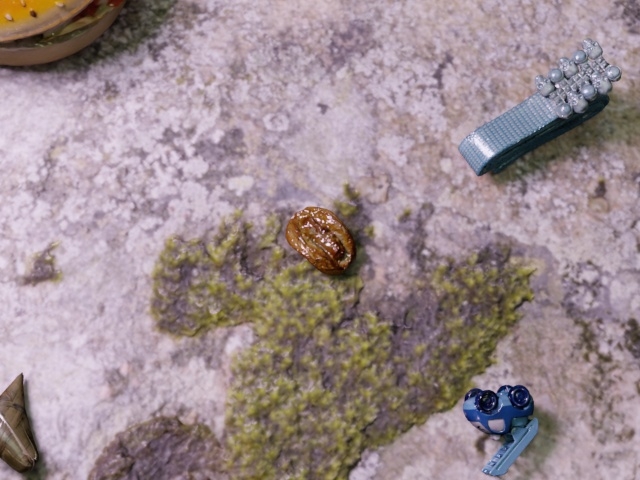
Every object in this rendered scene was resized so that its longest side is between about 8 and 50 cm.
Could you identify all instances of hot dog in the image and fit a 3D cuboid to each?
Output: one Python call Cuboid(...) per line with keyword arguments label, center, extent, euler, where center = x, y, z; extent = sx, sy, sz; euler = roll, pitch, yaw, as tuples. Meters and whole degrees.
Cuboid(label="hot dog", center=(0.000, 0.000, 1.367), extent=(0.083, 0.035, 0.058), euler=(42, 71, 11))

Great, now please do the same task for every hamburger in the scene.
Cuboid(label="hamburger", center=(-0.337, -0.340, 1.394), extent=(0.300, 0.176, 0.300), euler=(0, 73, -1))

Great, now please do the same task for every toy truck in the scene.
Cuboid(label="toy truck", center=(0.185, 0.194, 1.304), extent=(0.073, 0.056, 0.090), euler=(-5, 84, -10))

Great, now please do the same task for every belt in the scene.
Cuboid(label="belt", center=(0.237, -0.135, 1.390), extent=(0.179, 0.100, 0.065), euler=(-32, 72, -9))

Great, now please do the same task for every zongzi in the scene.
Cuboid(label="zongzi", center=(-0.303, 0.187, 1.298), extent=(0.076, 0.040, 0.083), euler=(38, 57, 3))
